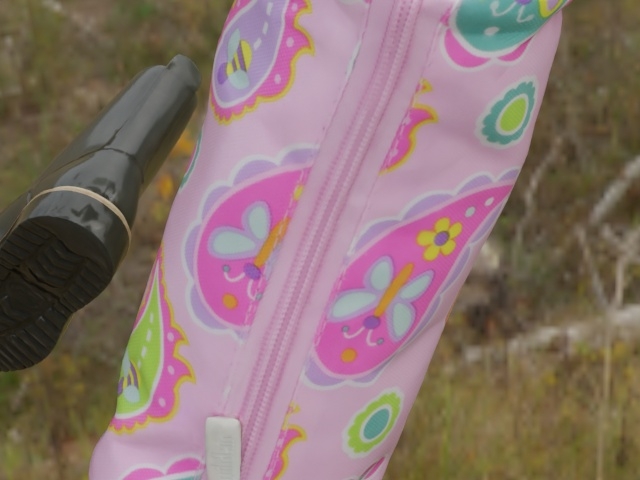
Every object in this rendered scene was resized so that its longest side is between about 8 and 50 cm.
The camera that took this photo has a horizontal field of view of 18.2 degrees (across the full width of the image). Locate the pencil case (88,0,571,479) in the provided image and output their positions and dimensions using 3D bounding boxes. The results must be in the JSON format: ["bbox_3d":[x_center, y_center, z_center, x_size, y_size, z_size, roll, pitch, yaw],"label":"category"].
[{"bbox_3d":[0.000,0.000,0.754,0.124,0.284,0.124,18,24,-8],"label":"pencil case"}]

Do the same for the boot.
[{"bbox_3d":[-0.139,-0.012,1.091,0.198,0.077,0.137,-26,28,46],"label":"boot"}]
